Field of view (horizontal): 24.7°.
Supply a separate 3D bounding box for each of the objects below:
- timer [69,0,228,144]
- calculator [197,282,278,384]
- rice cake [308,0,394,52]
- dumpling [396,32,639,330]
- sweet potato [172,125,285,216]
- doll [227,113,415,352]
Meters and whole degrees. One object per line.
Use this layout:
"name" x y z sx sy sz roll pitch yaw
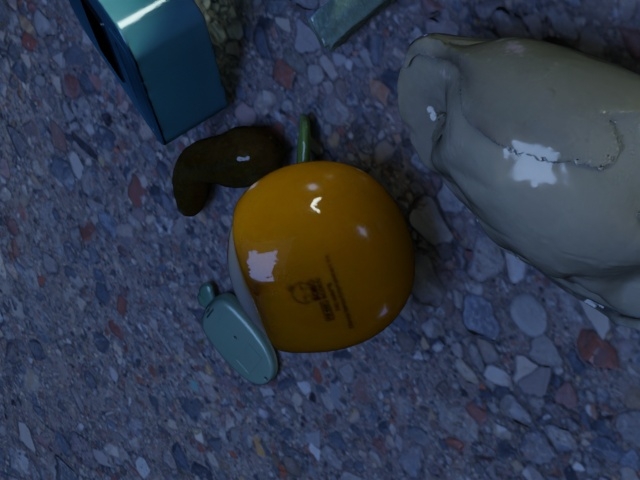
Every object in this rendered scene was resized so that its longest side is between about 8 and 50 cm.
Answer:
"timer" -0.222 -0.259 1.671 0.250 0.091 0.232 51 168 25
"calculator" -0.110 0.120 1.873 0.153 0.021 0.095 49 139 8
"rice cake" 0.067 -0.257 1.447 0.245 0.042 0.045 -31 86 51
"dumpling" 0.215 -0.048 1.322 0.341 0.181 0.260 9 131 18
"sweet potato" -0.124 -0.085 1.738 0.233 0.062 0.081 -21 98 53
"doll" 0.000 0.000 1.585 0.213 0.236 0.213 -1 122 -1
